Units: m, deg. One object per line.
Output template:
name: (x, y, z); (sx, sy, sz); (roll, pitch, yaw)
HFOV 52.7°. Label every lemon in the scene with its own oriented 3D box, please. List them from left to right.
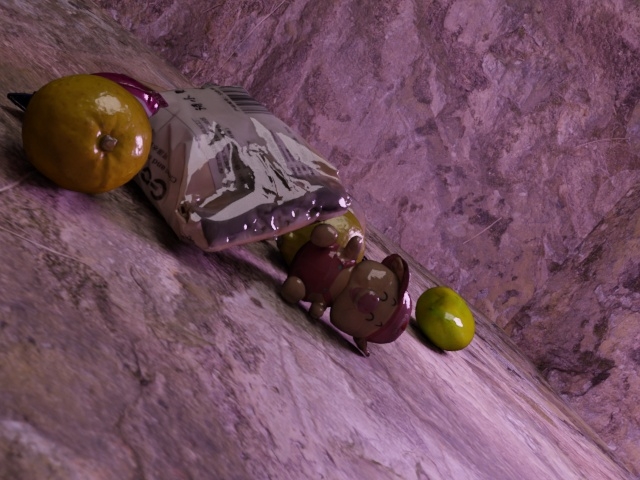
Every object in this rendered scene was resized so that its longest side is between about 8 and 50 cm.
lemon: (-0.321, -0.146, 0.893); (0.170, 0.170, 0.207); (35, -5, -28)
lemon: (0.000, 0.000, 1.441); (0.184, 0.184, 0.248); (45, 23, 29)

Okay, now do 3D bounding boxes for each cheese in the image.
cheese: (-0.366, -0.217, 1.025); (0.244, 0.062, 0.155); (-1, -13, 3)

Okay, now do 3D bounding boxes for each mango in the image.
mango: (0.367, 0.237, 1.885); (0.185, 0.149, 0.273); (45, 13, -12)

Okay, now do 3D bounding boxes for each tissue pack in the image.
tissue pack: (-0.175, -0.143, 1.188); (0.390, 0.195, 0.375); (-13, 46, -45)

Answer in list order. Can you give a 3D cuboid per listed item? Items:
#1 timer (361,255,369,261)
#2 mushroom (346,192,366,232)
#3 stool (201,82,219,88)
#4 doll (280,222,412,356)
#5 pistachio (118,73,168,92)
timer: (0.109, 0.056, 2.017); (0.144, 0.055, 0.187); (37, 10, -22)
mushroom: (0.009, -0.045, 1.740); (0.226, 0.178, 0.227); (7, 49, -8)
stool: (-0.282, -0.321, 1.830); (0.198, 0.195, 0.195); (36, 10, -12)
doll: (0.063, 0.093, 1.236); (0.255, 0.196, 0.152); (32, 27, -4)
pistachio: (-0.376, -0.275, 1.426); (0.215, 0.144, 0.144); (33, 9, -6)
